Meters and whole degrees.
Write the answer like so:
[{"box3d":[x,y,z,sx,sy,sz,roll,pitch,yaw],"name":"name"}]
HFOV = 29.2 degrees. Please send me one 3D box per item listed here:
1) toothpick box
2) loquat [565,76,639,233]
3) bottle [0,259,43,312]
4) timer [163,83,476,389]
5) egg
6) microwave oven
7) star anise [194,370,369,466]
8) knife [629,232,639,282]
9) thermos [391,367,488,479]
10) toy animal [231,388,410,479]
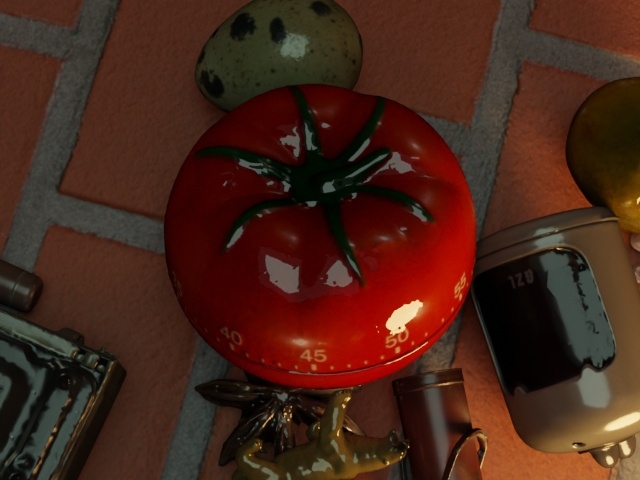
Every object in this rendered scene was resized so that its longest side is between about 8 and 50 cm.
[{"box3d":[0.323,0.133,1.564,0.229,0.229,0.316,-15,81,-7],"name":"toothpick box"},{"box3d":[0.423,-0.127,1.629,0.213,0.213,0.246,-9,39,-6],"name":"loquat"},{"box3d":[-0.433,0.046,1.601,0.140,0.053,0.053,23,77,1],"name":"bottle"},{"box3d":[0.000,0.000,1.495,0.378,0.279,0.378,1,51,-1],"name":"timer"},{"box3d":[-0.056,-0.239,1.629,0.228,0.177,0.177,-11,78,7],"name":"egg"},{"box3d":[-0.419,0.188,1.505,0.295,0.181,0.237,24,76,1],"name":"microwave oven"},{"box3d":[-0.038,0.206,1.578,0.229,0.093,0.236,32,73,9],"name":"star anise"},{"box3d":[0.496,0.164,1.645,0.132,0.038,0.398,-3,78,-2],"name":"knife"},{"box3d":[0.154,0.286,1.570,0.124,0.099,0.232,-16,78,30],"name":"thermos"},{"box3d":[-0.004,0.261,1.455,0.219,0.103,0.101,-29,65,1],"name":"toy animal"}]
